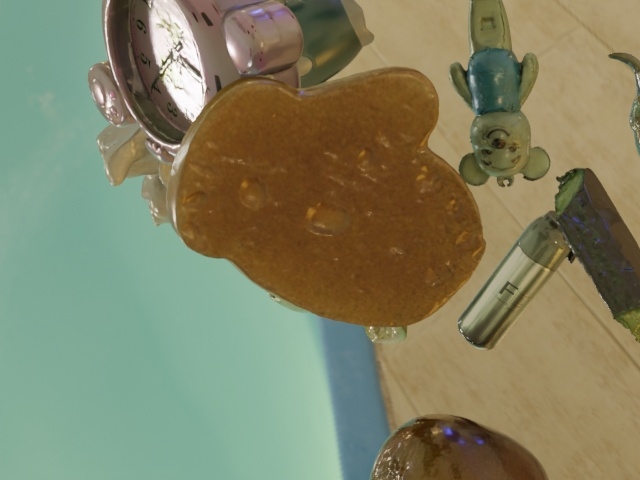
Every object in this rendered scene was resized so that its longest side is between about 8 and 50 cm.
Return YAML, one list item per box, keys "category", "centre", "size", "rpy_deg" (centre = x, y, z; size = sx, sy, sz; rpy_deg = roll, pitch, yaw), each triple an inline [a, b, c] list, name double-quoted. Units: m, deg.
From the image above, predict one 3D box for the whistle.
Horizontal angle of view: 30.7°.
- category: "whistle"
  centre: [0.213, -0.179, 1.417]
  size: [0.114, 0.077, 0.236]
  rpy_deg: [-4, 102, 17]

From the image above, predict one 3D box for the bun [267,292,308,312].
- category: "bun"
  centre: [0.000, 0.000, 1.497]
  size: [0.220, 0.134, 0.220]
  rpy_deg: [4, 66, -9]

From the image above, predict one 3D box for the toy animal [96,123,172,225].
- category: "toy animal"
  centre: [-0.302, -0.142, 2.352]
  size: [0.206, 0.265, 0.272]
  rpy_deg: [-42, 22, 1]

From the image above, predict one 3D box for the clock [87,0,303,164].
- category: "clock"
  centre: [-0.153, -0.220, 1.380]
  size: [0.113, 0.296, 0.322]
  rpy_deg: [-23, 49, -34]

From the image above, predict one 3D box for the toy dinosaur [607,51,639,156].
- category: "toy dinosaur"
  centre: [0.455, -0.140, 1.652]
  size: [0.075, 0.188, 0.248]
  rpy_deg: [-26, 84, -15]

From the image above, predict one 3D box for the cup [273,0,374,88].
- category: "cup"
  centre: [-0.007, -0.344, 1.947]
  size: [0.173, 0.300, 0.167]
  rpy_deg: [-24, 37, 6]

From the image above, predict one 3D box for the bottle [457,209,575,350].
- category: "bottle"
  centre: [0.322, 0.068, 1.876]
  size: [0.254, 0.096, 0.079]
  rpy_deg: [-57, 14, 24]

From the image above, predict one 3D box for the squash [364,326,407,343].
- category: "squash"
  centre: [0.103, 0.020, 1.631]
  size: [0.083, 0.083, 0.250]
  rpy_deg: [-9, 53, 30]

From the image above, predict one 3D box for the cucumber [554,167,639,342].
- category: "cucumber"
  centre: [0.248, 0.007, 1.022]
  size: [0.046, 0.070, 0.220]
  rpy_deg: [-47, 47, 28]

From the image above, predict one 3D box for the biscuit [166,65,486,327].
- category: "biscuit"
  centre: [0.022, -0.060, 1.242]
  size: [0.287, 0.343, 0.057]
  rpy_deg: [-64, 13, 14]

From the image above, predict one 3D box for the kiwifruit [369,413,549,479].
- category: "kiwifruit"
  centre: [0.177, 0.314, 1.407]
  size: [0.196, 0.234, 0.196]
  rpy_deg: [-40, 39, 44]
